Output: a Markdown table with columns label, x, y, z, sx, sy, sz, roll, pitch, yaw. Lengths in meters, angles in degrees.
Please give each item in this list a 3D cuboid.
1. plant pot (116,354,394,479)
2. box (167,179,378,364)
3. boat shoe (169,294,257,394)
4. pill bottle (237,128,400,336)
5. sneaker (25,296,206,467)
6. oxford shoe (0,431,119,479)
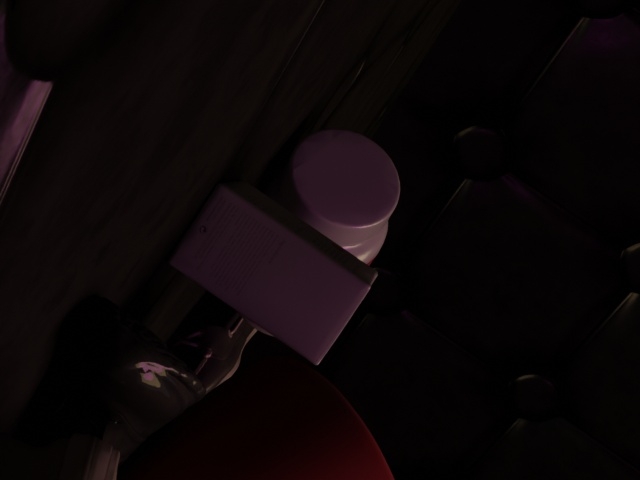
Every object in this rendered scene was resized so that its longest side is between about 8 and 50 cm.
| label | x | y | z | sx | sy | sz | roll | pitch | yaw |
| --- | --- | --- | --- | --- | --- | --- | --- | --- | --- |
| plant pot | -0.092 | 0.271 | 1.060 | 0.243 | 0.275 | 0.275 | -23 | 160 | -30 |
| box | -0.041 | 0.026 | 1.111 | 0.091 | 0.170 | 0.130 | -55 | 177 | 7 |
| boat shoe | -0.143 | 0.113 | 1.611 | 0.112 | 0.095 | 0.335 | -9 | -153 | 38 |
| pill bottle | -0.012 | -0.005 | 1.447 | 0.161 | 0.161 | 0.283 | -54 | 178 | -34 |
| sneaker | -0.174 | 0.141 | 0.922 | 0.130 | 0.109 | 0.286 | -48 | 173 | -24 |
| oxford shoe | -0.226 | 0.242 | 0.818 | 0.449 | 0.130 | 0.169 | 115 | -19 | -58 |
